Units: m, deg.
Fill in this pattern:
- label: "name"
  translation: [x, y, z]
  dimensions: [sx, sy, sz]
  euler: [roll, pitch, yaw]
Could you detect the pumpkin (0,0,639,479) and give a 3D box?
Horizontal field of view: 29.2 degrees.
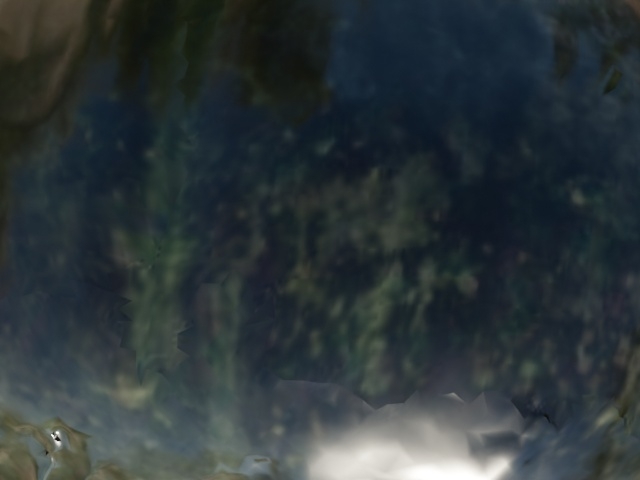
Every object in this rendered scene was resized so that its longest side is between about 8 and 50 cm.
- label: "pumpkin"
  translation: [0.000, 0.000, 0.573]
  dimensions: [0.454, 0.454, 0.344]
  euler: [15, 71, -20]
